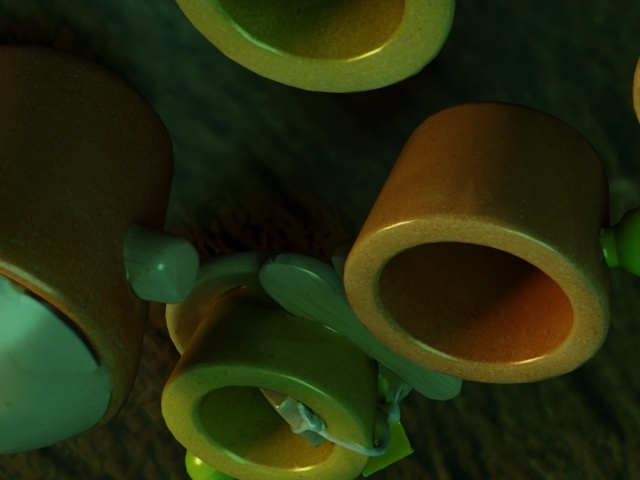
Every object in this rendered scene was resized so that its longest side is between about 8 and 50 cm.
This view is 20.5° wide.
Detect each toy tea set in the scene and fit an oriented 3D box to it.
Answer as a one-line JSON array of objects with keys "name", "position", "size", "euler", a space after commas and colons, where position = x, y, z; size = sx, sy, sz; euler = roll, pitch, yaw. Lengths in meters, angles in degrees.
[{"name": "toy tea set", "position": [0.000, 0.000, 0.449], "size": [0.200, 0.124, 0.336], "euler": [32, 140, -19]}]
